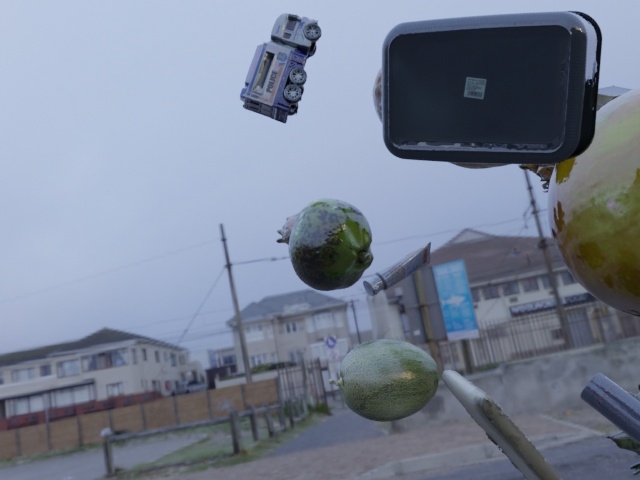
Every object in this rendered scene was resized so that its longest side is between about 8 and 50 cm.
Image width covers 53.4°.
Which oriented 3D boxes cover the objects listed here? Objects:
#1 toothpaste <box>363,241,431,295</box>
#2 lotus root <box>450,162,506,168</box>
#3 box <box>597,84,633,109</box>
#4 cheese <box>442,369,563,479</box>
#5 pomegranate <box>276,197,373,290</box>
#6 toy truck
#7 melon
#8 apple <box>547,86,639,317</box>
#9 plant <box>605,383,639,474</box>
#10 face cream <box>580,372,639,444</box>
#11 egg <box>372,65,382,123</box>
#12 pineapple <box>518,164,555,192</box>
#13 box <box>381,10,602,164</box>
[{"bbox_3d":[0.230,0.085,1.826,0.234,0.057,0.089,-27,-44,-22],"label":"toothpaste"},{"bbox_3d":[0.291,-0.194,1.094,0.303,0.131,0.146,-3,-40,40],"label":"lotus root"},{"bbox_3d":[0.570,-0.276,1.243,0.079,0.035,0.083,-13,24,-19],"label":"box"},{"bbox_3d":[0.297,0.314,0.922,0.400,0.034,0.085,48,-14,-30],"label":"cheese"},{"bbox_3d":[0.014,-0.001,1.546,0.204,0.222,0.276,3,16,-16],"label":"pomegranate"},{"bbox_3d":[-0.103,-0.462,1.676,0.155,0.268,0.124,17,-9,-5],"label":"toy truck"},{"bbox_3d":[0.109,0.240,1.096,0.192,0.139,0.139,-1,-14,-12],"label":"melon"},{"bbox_3d":[0.533,-0.065,0.906,0.384,0.374,0.374,-6,-13,-22],"label":"apple"},{"bbox_3d":[0.856,0.463,1.603,0.251,0.180,0.333,-22,-32,22],"label":"plant"},{"bbox_3d":[0.680,0.391,1.323,0.073,0.283,0.073,-25,-45,-28],"label":"face cream"},{"bbox_3d":[0.221,-0.350,1.551,0.195,0.195,0.233,-8,-46,-10],"label":"egg"},{"bbox_3d":[0.490,-0.254,1.450,0.286,0.344,0.209,26,-43,-21],"label":"pineapple"},{"bbox_3d":[0.161,-0.147,0.623,0.201,0.144,0.090,7,18,27],"label":"box"}]
